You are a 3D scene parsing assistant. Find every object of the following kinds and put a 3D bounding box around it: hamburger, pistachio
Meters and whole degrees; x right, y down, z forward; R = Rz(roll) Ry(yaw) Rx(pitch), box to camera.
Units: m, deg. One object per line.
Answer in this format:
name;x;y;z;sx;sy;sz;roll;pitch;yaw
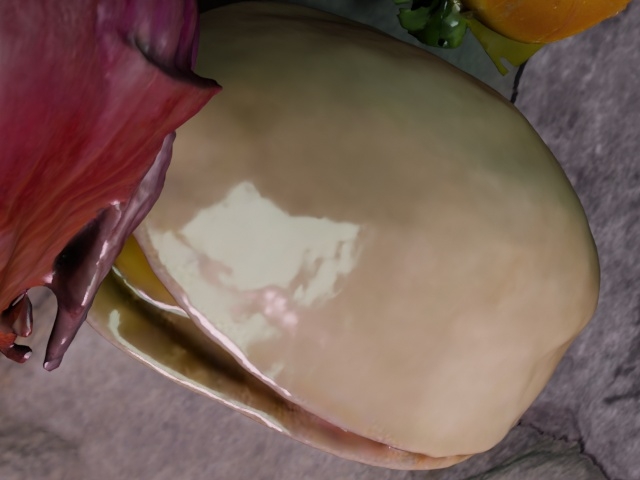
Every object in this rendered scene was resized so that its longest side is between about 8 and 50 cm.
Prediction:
hamburger;0.112;-0.171;0.781;0.189;0.093;0.164;-30;149;-2
pistachio;0.000;0.000;0.748;0.318;0.214;0.193;13;149;-43

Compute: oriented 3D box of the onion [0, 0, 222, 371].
onion;-0.211;-0.057;0.490;0.347;0.285;0.347;-28;176;-2
